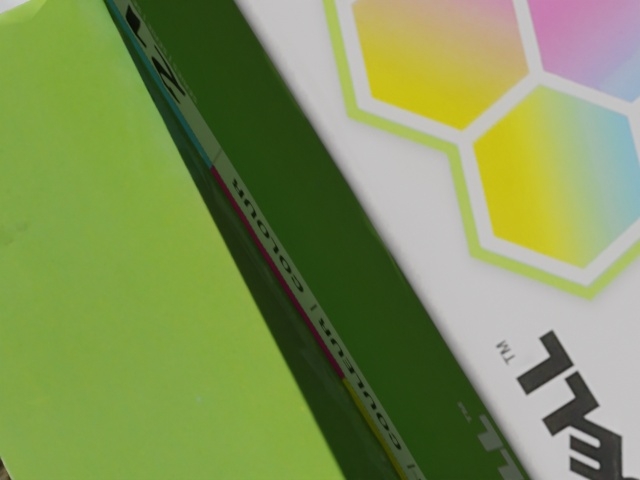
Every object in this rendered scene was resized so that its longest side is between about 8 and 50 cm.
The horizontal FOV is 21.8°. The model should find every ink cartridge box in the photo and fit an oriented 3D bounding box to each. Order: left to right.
[{"bbox_3d":[0.000,0.000,0.357,0.255,0.097,0.189,-31,86,-17],"label":"ink cartridge box"}]

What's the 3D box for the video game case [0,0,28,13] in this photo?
[{"bbox_3d":[-0.115,-0.085,0.629,0.329,0.300,0.036,36,94,13],"label":"video game case"}]
